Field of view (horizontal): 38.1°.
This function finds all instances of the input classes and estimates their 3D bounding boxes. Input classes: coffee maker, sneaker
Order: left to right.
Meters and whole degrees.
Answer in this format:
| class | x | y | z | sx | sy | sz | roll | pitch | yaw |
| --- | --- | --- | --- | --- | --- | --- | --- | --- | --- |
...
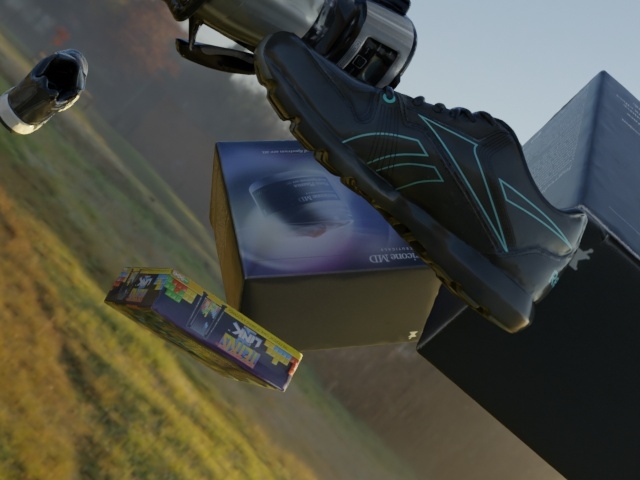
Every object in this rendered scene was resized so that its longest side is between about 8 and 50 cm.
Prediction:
| class | x | y | z | sx | sy | sz | roll | pitch | yaw |
| --- | --- | --- | --- | --- | --- | --- | --- | --- | --- |
| sneaker | -0.376 | -0.234 | 1.347 | 0.078 | 0.106 | 0.234 | 52 | 26 | -18 |
| coffee maker | -0.026 | -0.197 | 0.696 | 0.178 | 0.120 | 0.171 | 25 | 48 | -40 |
| sneaker | 0.069 | -0.057 | 0.639 | 0.267 | 0.106 | 0.101 | 42 | 2 | -10 |

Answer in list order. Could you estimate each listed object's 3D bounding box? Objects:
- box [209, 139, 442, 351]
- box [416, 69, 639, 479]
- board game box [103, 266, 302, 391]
| class | x | y | z | sx | sy | sz | roll | pitch | yaw |
| --- | --- | --- | --- | --- | --- | --- | --- | --- | --- |
| box | 0.000 | 0.000 | 1.402 | 0.182 | 0.296 | 0.294 | 101 | -20 | -45 |
| box | 0.308 | 0.045 | 0.938 | 0.293 | 0.212 | 0.395 | 41 | 31 | -3 |
| board game box | -0.123 | 0.091 | 0.959 | 0.170 | 0.048 | 0.141 | 36 | -18 | -25 |
